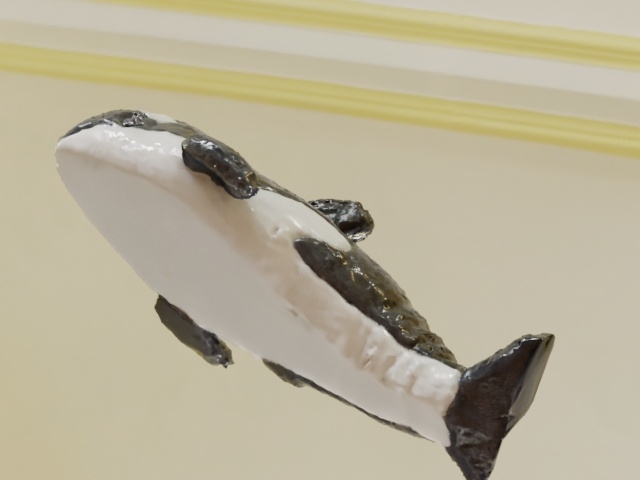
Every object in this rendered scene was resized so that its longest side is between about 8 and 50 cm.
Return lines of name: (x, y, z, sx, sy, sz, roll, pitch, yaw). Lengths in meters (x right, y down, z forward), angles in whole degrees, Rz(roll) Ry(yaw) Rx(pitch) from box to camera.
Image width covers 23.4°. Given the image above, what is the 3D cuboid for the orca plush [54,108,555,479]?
orca plush: (0.000, 0.000, 0.783, 0.287, 0.102, 0.151, 21, -44, 35)
